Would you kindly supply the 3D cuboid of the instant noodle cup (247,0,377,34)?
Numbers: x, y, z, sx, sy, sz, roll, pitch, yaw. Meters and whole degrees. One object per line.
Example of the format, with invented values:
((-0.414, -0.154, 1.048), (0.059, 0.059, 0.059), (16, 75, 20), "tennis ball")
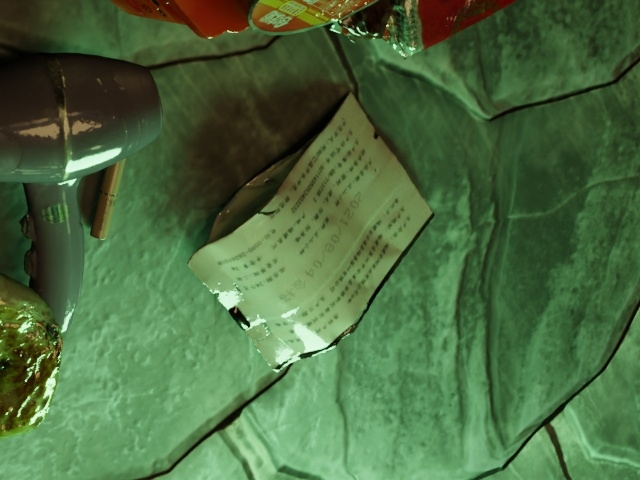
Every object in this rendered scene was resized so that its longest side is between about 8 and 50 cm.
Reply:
((-0.018, -0.317, 1.675), (0.193, 0.212, 0.193), (-24, 168, -5), "instant noodle cup")

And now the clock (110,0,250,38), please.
((-0.143, -0.233, 1.734), (0.061, 0.155, 0.113), (-54, 129, -15), "clock")

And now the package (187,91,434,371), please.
((0.000, 0.000, 2.008), (0.251, 0.062, 0.204), (-46, 130, -12), "package")

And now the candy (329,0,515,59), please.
((0.137, -0.255, 1.974), (0.292, 0.059, 0.086), (-25, 123, -23), "candy")

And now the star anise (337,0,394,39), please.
((0.028, -0.299, 1.815), (0.126, 0.190, 0.220), (-23, 124, -54), "star anise")

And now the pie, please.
((-0.353, 0.122, 1.798), (0.240, 0.054, 0.240), (-11, 131, -12), "pie")

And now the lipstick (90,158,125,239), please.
((-0.206, -0.047, 1.873), (0.019, 0.019, 0.094), (3, 111, -35), "lipstick")

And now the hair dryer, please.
((-0.297, 0.002, 1.795), (0.301, 0.121, 0.361), (-12, 124, -19), "hair dryer")
